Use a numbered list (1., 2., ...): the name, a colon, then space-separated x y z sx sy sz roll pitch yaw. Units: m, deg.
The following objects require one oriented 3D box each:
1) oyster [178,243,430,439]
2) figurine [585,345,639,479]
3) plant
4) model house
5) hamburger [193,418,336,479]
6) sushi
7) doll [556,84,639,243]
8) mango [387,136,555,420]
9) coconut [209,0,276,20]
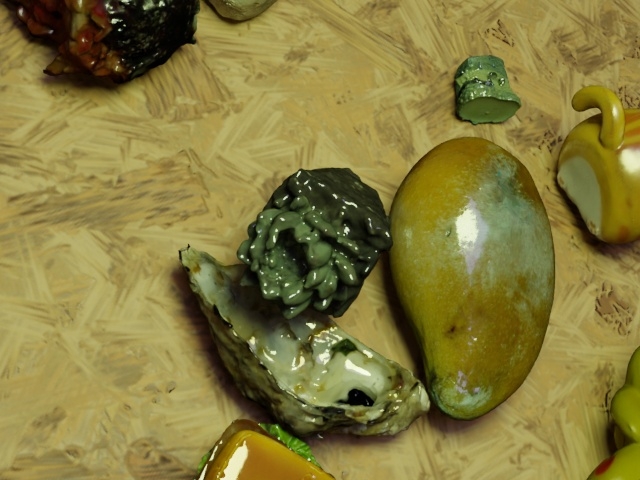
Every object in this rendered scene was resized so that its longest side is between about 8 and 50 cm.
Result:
1. oyster: -0.032 0.110 1.126 0.294 0.094 0.166 43 40 12
2. figurine: 0.379 0.256 1.166 0.169 0.218 0.327 13 63 32
3. plant: 0.000 0.000 1.113 0.132 0.129 0.194 30 24 3
4. model house: 0.201 -0.195 1.349 0.078 0.066 0.083 4 65 -21
5. hamburger: -0.045 0.254 1.044 0.166 0.087 0.137 36 59 -4
6. sushi: -0.265 -0.340 1.165 0.182 0.196 0.343 -30 81 -35
7. doll: 0.418 -0.089 1.335 0.269 0.162 0.167 -2 53 -32
8. mango: 0.167 0.039 1.188 0.192 0.146 0.316 8 69 -20
9. coconut: -0.098 -0.327 1.269 0.110 0.110 0.124 -33 87 -29
